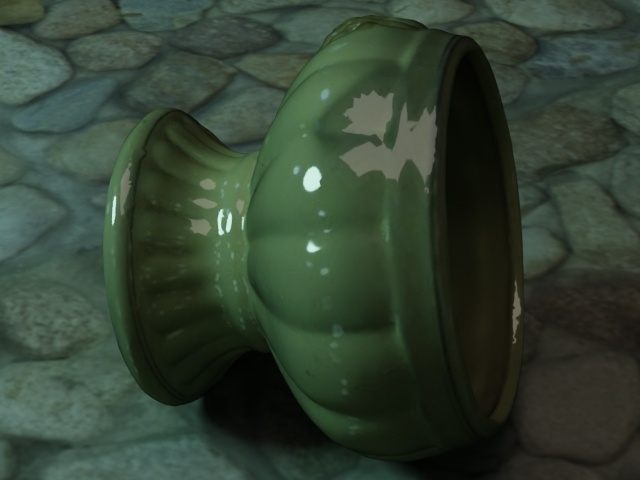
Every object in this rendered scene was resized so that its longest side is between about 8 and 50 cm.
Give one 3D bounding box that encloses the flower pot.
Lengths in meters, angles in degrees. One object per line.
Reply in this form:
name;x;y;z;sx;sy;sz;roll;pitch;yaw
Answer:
flower pot;0.000;0.000;1.129;0.244;0.307;0.307;-3;33;16
